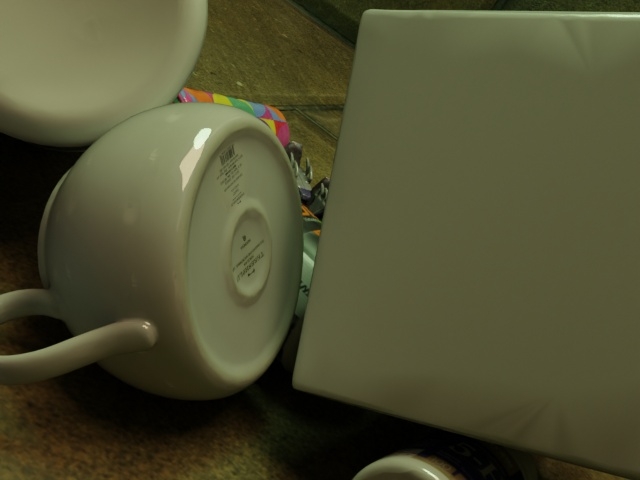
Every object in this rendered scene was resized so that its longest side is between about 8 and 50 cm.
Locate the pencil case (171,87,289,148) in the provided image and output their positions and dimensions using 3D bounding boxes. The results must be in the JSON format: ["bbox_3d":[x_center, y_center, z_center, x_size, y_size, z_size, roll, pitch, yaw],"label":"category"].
[{"bbox_3d":[-0.145,-0.152,1.175,0.104,0.104,0.236,45,23,28],"label":"pencil case"}]

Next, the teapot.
[{"bbox_3d":[-0.139,0.009,0.699,0.187,0.253,0.256,2,-16,22],"label":"teapot"}]

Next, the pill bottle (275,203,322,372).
[{"bbox_3d":[-0.062,0.009,0.883,0.245,0.130,0.130,44,23,28],"label":"pill bottle"}]

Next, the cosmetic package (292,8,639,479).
[{"bbox_3d":[0.230,0.010,0.791,0.327,0.330,0.393,9,-3,28],"label":"cosmetic package"}]

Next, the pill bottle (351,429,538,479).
[{"bbox_3d":[0.107,0.212,0.702,0.112,0.112,0.186,43,22,24],"label":"pill bottle"}]

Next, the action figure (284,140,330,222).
[{"bbox_3d":[0.000,0.000,1.049,0.185,0.099,0.285,27,24,-29],"label":"action figure"}]

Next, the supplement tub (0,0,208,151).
[{"bbox_3d":[-0.245,-0.207,0.833,0.241,0.241,0.331,27,-3,-16],"label":"supplement tub"}]
